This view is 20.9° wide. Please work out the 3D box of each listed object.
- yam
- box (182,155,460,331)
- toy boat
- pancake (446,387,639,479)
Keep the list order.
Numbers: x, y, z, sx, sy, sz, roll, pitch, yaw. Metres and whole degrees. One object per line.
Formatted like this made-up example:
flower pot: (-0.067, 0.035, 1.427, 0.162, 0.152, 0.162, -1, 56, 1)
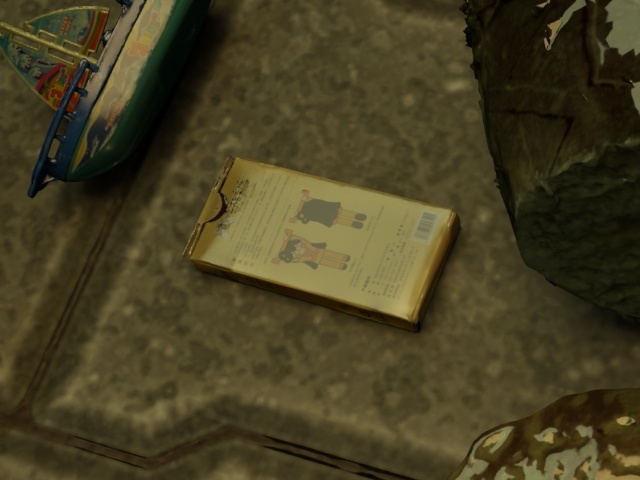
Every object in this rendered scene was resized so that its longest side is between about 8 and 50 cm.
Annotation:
yam: (0.193, -0.127, 0.882, 0.241, 0.241, 0.348, -14, 59, 8)
box: (0.000, 0.000, 0.989, 0.149, 0.020, 0.073, 16, 70, 22)
toy boat: (-0.145, -0.106, 1.045, 0.110, 0.091, 0.175, 24, 76, 5)
pancake: (0.156, 0.169, 0.853, 0.235, 0.029, 0.212, 14, 67, 21)
